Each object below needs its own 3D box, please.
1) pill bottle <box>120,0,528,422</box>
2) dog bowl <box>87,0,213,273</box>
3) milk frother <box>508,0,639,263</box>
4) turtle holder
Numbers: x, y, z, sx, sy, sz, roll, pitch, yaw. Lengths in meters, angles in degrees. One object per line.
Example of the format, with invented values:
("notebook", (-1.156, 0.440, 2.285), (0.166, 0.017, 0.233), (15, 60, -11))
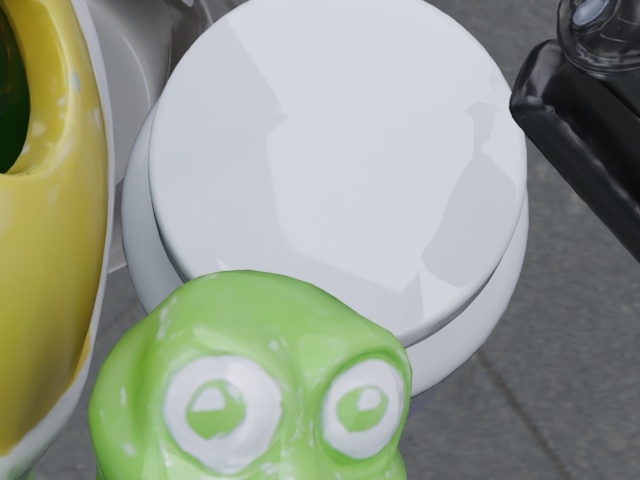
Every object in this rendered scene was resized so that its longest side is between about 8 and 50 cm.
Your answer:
("pill bottle", (0.000, 0.000, 0.691), (0.153, 0.264, 0.153), (1, 78, -3))
("dog bowl", (-0.226, -0.113, 1.083), (0.349, 0.349, 0.102), (-26, 43, 26))
("milk frother", (0.135, -0.057, 0.450), (0.143, 0.135, 0.129), (-56, 28, -15))
("turtle holder", (-0.158, -0.005, 0.441), (0.320, 0.243, 0.227), (45, 116, 42))
